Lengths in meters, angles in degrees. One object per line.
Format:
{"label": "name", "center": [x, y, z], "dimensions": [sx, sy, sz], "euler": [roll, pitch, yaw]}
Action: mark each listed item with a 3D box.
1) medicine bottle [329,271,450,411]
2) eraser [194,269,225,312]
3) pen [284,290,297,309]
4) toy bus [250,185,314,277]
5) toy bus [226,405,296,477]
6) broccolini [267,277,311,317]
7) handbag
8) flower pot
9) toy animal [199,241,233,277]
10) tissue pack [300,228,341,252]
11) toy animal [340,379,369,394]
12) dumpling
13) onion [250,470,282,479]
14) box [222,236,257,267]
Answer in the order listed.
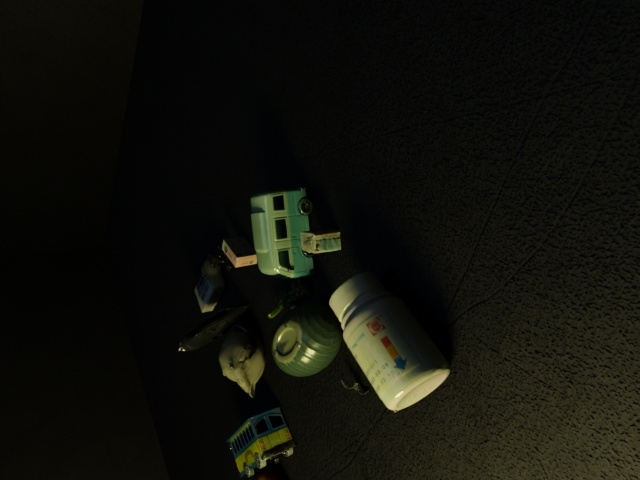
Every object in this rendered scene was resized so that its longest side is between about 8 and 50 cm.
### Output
{"label": "medicine bottle", "center": [0.147, 0.222, 1.106], "dimensions": [0.293, 0.170, 0.170], "euler": [56, 137, 31]}
{"label": "eraser", "center": [-0.478, 0.204, 2.064], "dimensions": [0.125, 0.067, 0.210], "euler": [62, 141, 25]}
{"label": "pen", "center": [-0.068, 0.247, 1.538], "dimensions": [0.204, 0.025, 0.025], "euler": [61, 139, 28]}
{"label": "toy bus", "center": [-0.116, -0.017, 1.430], "dimensions": [0.133, 0.164, 0.272], "euler": [-1, 96, 54]}
{"label": "toy bus", "center": [-0.222, 0.738, 1.753], "dimensions": [0.175, 0.138, 0.288], "euler": [62, 140, 24]}
{"label": "broccolini", "center": [-0.111, 0.197, 1.526], "dimensions": [0.216, 0.067, 0.058], "euler": [-43, 20, 35]}
{"label": "handbag", "center": [-0.402, 0.330, 1.833], "dimensions": [0.089, 0.254, 0.211], "euler": [57, 138, 7]}
{"label": "flower pot", "center": [-0.043, 0.287, 1.391], "dimensions": [0.243, 0.157, 0.189], "euler": [-52, 52, 28]}
{"label": "toy animal", "center": [-0.426, 0.098, 1.893], "dimensions": [0.210, 0.117, 0.121], "euler": [-32, 76, 32]}
{"label": "tissue pack", "center": [0.000, 0.000, 1.332], "dimensions": [0.074, 0.094, 0.059], "euler": [12, 105, 52]}
{"label": "toy animal", "center": [0.097, 0.402, 1.331], "dimensions": [0.084, 0.050, 0.028], "euler": [17, 87, 18]}
{"label": "dumpling", "center": [-0.261, 0.431, 1.751], "dimensions": [0.163, 0.204, 0.293], "euler": [-44, 24, 9]}
{"label": "onion", "center": [-0.192, 0.957, 1.723], "dimensions": [0.229, 0.163, 0.230], "euler": [21, 126, 31]}
{"label": "box", "center": [-0.294, 0.041, 1.756], "dimensions": [0.125, 0.089, 0.043], "euler": [46, 132, 41]}
